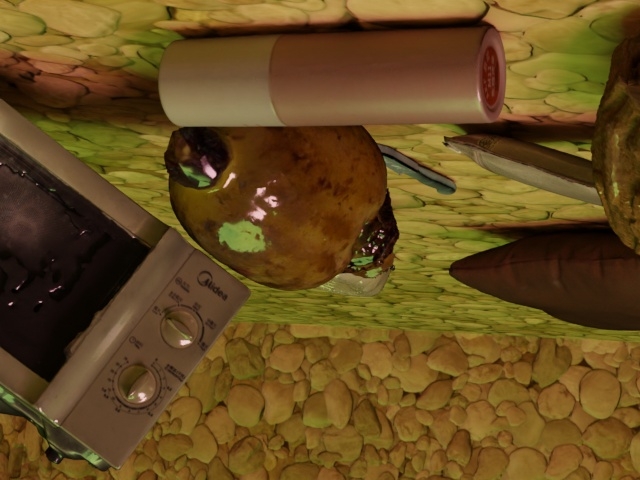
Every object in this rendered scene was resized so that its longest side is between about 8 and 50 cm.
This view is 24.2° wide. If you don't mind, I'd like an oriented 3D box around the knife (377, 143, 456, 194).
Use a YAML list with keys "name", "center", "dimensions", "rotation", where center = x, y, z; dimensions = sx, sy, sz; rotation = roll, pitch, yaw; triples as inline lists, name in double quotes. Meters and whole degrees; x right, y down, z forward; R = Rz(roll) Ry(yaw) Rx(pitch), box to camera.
- name: "knife"
  center: [0.094, -0.073, 1.549]
  dimensions: [0.028, 0.015, 0.210]
  rotation: [7, 173, 30]

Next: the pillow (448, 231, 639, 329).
- name: "pillow"
  center: [0.368, 0.052, 1.892]
  dimensions: [0.305, 0.108, 0.307]
  rotation: [15, 167, -43]

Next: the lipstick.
- name: "lipstick"
  center: [0.006, -0.120, 1.109]
  dimensions: [0.254, 0.070, 0.070]
  rotation: [1, 171, 24]

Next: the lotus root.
- name: "lotus root"
  center: [-0.038, -0.049, 1.297]
  dimensions: [0.141, 0.169, 0.314]
  rotation: [34, -177, 35]

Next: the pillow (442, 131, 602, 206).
- name: "pillow"
  center: [0.223, -0.057, 1.331]
  dimensions: [0.232, 0.038, 0.130]
  rotation: [20, -174, 28]

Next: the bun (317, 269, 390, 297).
- name: "bun"
  center: [0.000, 0.000, 1.790]
  dimensions: [0.183, 0.102, 0.183]
  rotation: [17, 173, 2]

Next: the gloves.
- name: "gloves"
  center: [0.301, -0.052, 1.092]
  dimensions: [0.203, 0.155, 0.356]
  rotation: [3, 172, 25]

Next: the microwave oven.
- name: "microwave oven"
  center: [-0.278, 0.036, 1.344]
  dimensions: [0.355, 0.218, 0.286]
  rotation: [37, 166, -5]
